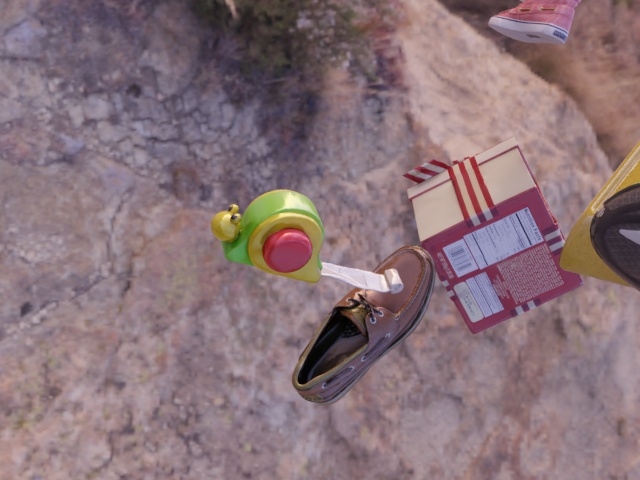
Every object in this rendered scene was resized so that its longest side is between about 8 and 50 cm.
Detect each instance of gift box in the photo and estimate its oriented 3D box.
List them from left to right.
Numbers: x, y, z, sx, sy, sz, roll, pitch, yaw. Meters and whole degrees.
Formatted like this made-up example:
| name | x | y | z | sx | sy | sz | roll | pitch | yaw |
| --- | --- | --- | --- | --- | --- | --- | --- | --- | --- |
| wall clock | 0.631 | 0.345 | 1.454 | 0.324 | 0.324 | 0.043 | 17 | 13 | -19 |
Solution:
| name | x | y | z | sx | sy | sz | roll | pitch | yaw |
| --- | --- | --- | --- | --- | --- | --- | --- | --- | --- |
| gift box | 0.289 | -0.018 | 1.754 | 0.258 | 0.276 | 0.255 | -87 | 154 | -63 |

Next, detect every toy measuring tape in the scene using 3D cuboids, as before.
| name | x | y | z | sx | sy | sz | roll | pitch | yaw |
| --- | --- | --- | --- | --- | --- | --- | --- | --- | --- |
| toy measuring tape | 0.000 | 0.000 | 1.383 | 0.330 | 0.121 | 0.121 | 14 | 73 | -28 |

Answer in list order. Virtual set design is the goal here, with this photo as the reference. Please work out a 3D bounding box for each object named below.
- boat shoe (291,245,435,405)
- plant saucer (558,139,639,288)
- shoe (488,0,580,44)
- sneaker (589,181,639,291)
| name | x | y | z | sx | sy | sz | roll | pitch | yaw |
| --- | --- | --- | --- | --- | --- | --- | --- | --- | --- |
| boat shoe | 0.073 | 0.131 | 1.526 | 0.307 | 0.110 | 0.104 | -54 | 155 | -5 |
| plant saucer | 0.529 | -0.071 | 1.325 | 0.333 | 0.332 | 0.081 | -48 | 124 | -19 |
| shoe | 0.344 | -0.365 | 1.547 | 0.063 | 0.178 | 0.081 | 21 | 95 | -30 |
| sneaker | 0.467 | 0.089 | 1.039 | 0.202 | 0.483 | 0.185 | -8 | 129 | -35 |
